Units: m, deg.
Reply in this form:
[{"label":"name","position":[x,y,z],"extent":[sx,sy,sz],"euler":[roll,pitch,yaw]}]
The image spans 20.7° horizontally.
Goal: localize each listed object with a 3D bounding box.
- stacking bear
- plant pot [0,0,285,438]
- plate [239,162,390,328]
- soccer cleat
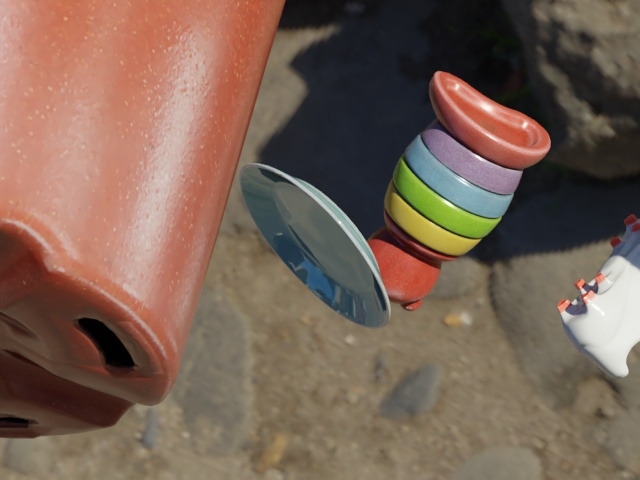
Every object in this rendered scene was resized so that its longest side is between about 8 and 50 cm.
[{"label":"stacking bear","position":[0.152,-0.043,2.277],"extent":[0.289,0.175,0.164],"euler":[-58,10,22]},{"label":"plant pot","position":[-0.133,-0.081,0.679],"extent":[0.272,0.272,0.265],"euler":[-12,57,36]},{"label":"plate","position":[0.000,0.000,1.542],"extent":[0.024,0.188,0.188],"euler":[-41,42,-18]},{"label":"soccer cleat","position":[0.261,0.030,1.395],"extent":[0.196,0.076,0.068],"euler":[-44,13,-32]}]
